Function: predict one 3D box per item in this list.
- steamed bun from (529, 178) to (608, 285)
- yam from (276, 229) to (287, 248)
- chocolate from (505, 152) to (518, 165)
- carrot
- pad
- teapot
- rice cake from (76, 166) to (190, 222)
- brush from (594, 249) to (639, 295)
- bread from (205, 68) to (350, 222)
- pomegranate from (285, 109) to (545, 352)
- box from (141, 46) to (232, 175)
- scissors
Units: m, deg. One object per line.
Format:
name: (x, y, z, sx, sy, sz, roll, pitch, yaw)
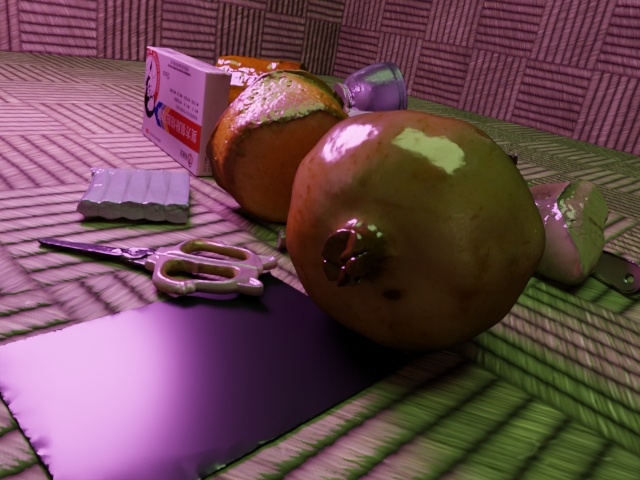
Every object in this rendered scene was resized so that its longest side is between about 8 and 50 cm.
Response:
steamed bun: (0.407, -0.045, 0.949, 0.212, 0.110, 0.231, -37, 42, -23)
yam: (0.000, 0.000, 0.851, 0.145, 0.032, 0.032, 0, 24, -25)
chocolate: (0.436, -0.210, 1.473, 0.148, 0.093, 0.214, 27, 26, 38)
carrot: (-0.112, -0.313, 1.294, 0.340, 0.242, 0.241, 12, 22, 8)
pad: (-0.107, 0.120, 0.547, 0.247, 0.007, 0.367, 28, 29, 37)
teapot: (0.172, -0.457, 1.881, 0.239, 0.322, 0.239, -13, -12, -14)
rice cake: (-0.306, -0.081, 0.907, 0.189, 0.037, 0.198, 1, 23, -22)
brush: (0.483, 0.010, 1.002, 0.067, 0.072, 0.313, 14, 19, -30)
bread: (-0.059, -0.149, 0.923, 0.268, 0.268, 0.146, 1, 34, -21)
pomegranate: (0.106, -0.009, 0.620, 0.307, 0.307, 0.307, 9, 22, -4)
box: (-0.312, -0.299, 1.199, 0.069, 0.214, 0.353, -5, 26, -34)
scissors: (-0.221, 0.024, 0.708, 0.317, 0.024, 0.160, 9, 22, 5)
